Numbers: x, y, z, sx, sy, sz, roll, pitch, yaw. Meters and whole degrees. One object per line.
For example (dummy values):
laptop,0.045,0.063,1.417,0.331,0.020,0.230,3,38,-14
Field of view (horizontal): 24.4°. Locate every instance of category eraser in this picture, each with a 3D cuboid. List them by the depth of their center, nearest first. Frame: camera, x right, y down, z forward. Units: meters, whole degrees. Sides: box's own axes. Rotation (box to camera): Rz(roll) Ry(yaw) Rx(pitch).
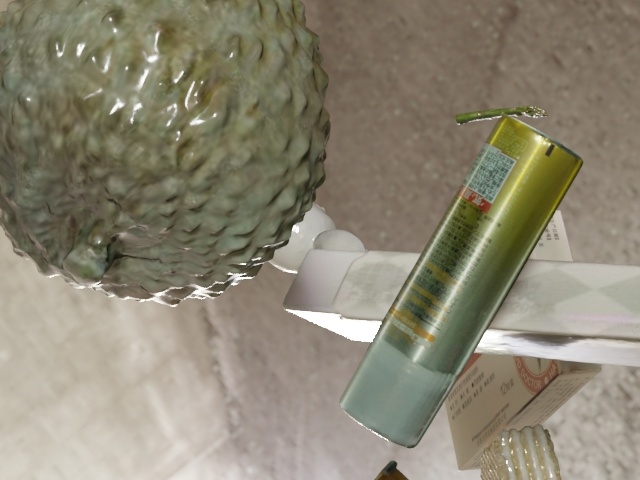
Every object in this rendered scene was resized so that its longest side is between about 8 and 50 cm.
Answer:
eraser,0.184,0.067,1.458,0.396,0.082,0.213,3,167,29

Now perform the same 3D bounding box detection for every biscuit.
biscuit,0.265,0.431,1.694,0.144,0.078,0.426,97,164,-68

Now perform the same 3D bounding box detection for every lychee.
lychee,-0.116,-0.086,1.030,0.255,0.274,0.255,9,143,7

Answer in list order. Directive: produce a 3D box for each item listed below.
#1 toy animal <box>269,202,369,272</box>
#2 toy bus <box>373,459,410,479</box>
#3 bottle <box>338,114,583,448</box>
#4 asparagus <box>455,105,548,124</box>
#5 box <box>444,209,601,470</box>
toy animal,-0.002,-0.002,1.807,0.220,0.131,0.104,15,137,21
toy bus,0.116,0.382,1.500,0.275,0.167,0.138,41,135,10
bottle,0.116,0.036,1.249,0.082,0.286,0.082,30,-175,-3
asparagus,0.210,-0.147,1.722,0.114,0.014,0.015,-3,127,32
box,0.238,0.136,1.887,0.353,0.069,0.214,122,142,-58
